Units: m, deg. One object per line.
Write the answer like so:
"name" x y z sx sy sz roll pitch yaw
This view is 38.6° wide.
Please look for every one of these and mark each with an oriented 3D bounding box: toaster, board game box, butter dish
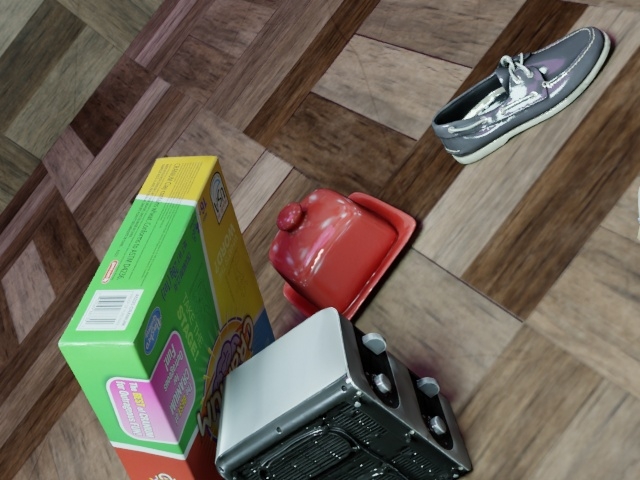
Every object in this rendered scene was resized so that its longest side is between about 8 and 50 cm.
"toaster" 0.012 0.170 0.802 0.185 0.168 0.110 -37 32 23
"board game box" -0.117 0.118 0.858 0.064 0.317 0.242 -1 41 15
"butter dish" 0.000 0.000 1.032 0.160 0.118 0.160 -54 31 -1

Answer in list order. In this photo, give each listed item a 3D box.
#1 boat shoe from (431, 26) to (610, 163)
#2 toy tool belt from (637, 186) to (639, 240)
"boat shoe" 0.208 -0.162 0.969 0.206 0.065 0.075 -37 34 24
"toy tool belt" 0.291 -0.015 0.738 0.083 0.052 0.051 26 112 62
